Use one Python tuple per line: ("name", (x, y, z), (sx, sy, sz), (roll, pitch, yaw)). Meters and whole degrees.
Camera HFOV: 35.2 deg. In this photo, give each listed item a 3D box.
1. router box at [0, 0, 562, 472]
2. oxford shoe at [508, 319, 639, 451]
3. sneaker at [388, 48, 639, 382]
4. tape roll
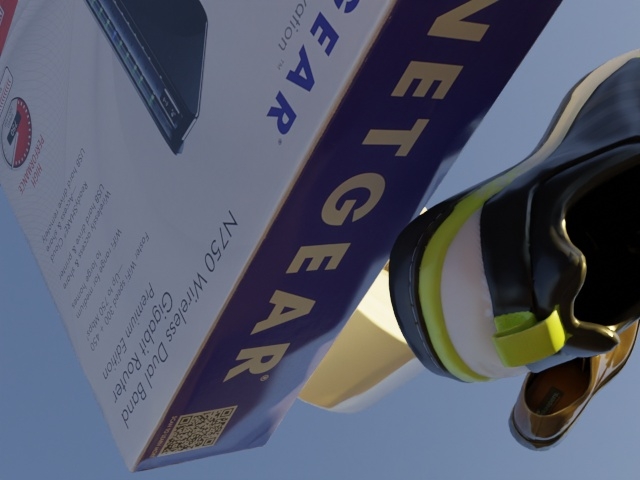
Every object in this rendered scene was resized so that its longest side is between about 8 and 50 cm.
("router box", (-0.057, -0.113, 0.484), (0.082, 0.301, 0.335), (-2, -44, -39))
("oxford shoe", (0.276, 0.110, 1.043), (0.227, 0.083, 0.096), (-56, -21, -21))
("sneaker", (0.127, -0.013, 0.391), (0.235, 0.097, 0.084), (-39, -70, -35))
("tape roll", (0.000, 0.000, 0.854), (0.100, 0.286, 0.286), (-39, -55, 24))
